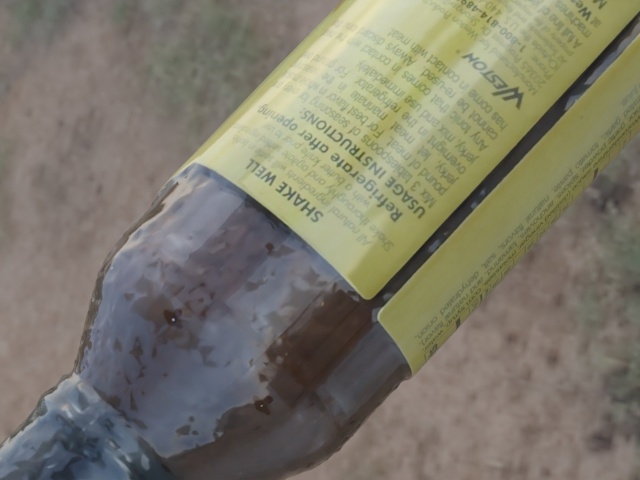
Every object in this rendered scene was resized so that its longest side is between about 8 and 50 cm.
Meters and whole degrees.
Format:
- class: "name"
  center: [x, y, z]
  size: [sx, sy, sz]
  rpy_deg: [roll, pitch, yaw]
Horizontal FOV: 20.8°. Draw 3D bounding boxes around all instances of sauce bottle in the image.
- class: "sauce bottle"
  center: [0.000, 0.000, 0.598]
  size: [0.344, 0.111, 0.111]
  rpy_deg: [-45, 29, -11]
